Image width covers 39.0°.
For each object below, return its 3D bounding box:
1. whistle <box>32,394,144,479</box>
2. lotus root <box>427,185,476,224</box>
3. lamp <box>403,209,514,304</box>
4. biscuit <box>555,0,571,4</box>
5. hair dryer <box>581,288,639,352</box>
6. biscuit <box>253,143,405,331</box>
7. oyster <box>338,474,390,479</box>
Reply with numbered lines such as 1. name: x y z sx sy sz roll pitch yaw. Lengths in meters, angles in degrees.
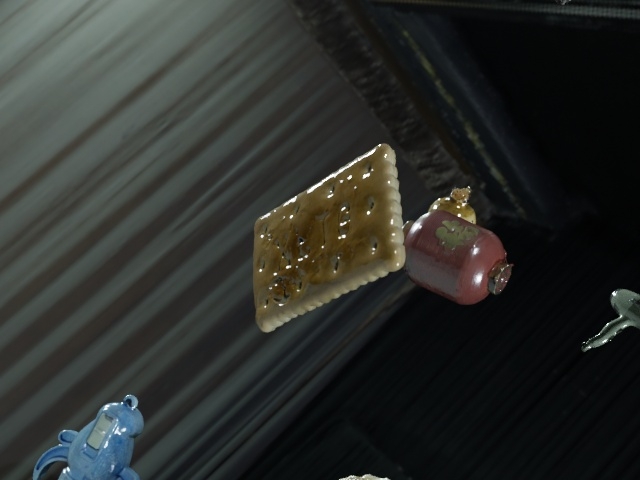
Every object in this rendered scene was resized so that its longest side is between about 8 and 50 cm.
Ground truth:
1. whistle: -0.365 0.368 1.450 0.180 0.269 0.093 30 0 19
2. lotus root: 0.395 -0.038 2.752 0.154 0.140 0.257 36 -46 40
3. lamp: 0.279 0.031 1.913 0.258 0.180 0.180 27 -18 29
4. biscuit: 0.536 -0.555 1.955 0.089 0.027 0.087 20 -68 58
5. hair dryer: 0.838 0.243 2.399 0.219 0.225 0.088 20 -31 37
6. biscuit: 0.000 0.000 1.412 0.044 0.217 0.325 19 -34 -39
7. oyster: 0.104 0.527 1.795 0.209 0.133 0.072 38 10 32
